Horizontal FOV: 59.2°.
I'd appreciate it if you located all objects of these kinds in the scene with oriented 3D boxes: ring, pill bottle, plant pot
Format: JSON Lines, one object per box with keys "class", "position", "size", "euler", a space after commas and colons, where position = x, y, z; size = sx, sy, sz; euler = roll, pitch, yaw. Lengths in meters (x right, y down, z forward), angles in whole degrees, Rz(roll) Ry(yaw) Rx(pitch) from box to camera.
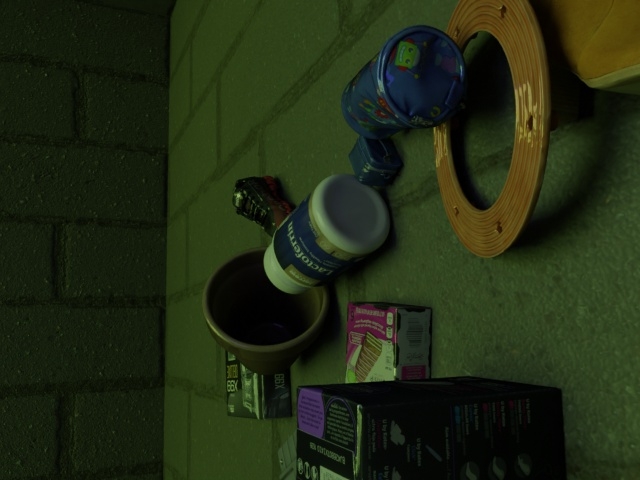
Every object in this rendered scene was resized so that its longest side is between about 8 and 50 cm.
{"class": "ring", "position": [0.206, -0.147, 0.704], "size": [0.336, 0.032, 0.336], "euler": [175, 90, -84]}
{"class": "pill bottle", "position": [0.000, 0.000, 1.062], "size": [0.265, 0.153, 0.153], "euler": [-42, 50, 52]}
{"class": "plant pot", "position": [-0.117, 0.183, 1.238], "size": [0.229, 0.263, 0.263], "euler": [96, 161, -49]}

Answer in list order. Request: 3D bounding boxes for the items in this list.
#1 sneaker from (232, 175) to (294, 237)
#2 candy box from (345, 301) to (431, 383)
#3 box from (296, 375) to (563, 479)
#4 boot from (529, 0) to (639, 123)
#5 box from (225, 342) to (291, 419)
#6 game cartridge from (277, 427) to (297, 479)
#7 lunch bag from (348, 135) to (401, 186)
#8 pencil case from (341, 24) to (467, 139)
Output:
{"class": "sneaker", "position": [-0.150, -0.081, 1.427], "size": [0.276, 0.135, 0.097], "euler": [58, 135, 49]}
{"class": "candy box", "position": [0.106, 0.221, 0.926], "size": [0.159, 0.071, 0.233], "euler": [-6, 82, 64]}
{"class": "box", "position": [0.123, 0.241, 0.654], "size": [0.165, 0.270, 0.143], "euler": [165, 106, -64]}
{"class": "boot", "position": [0.295, -0.240, 0.543], "size": [0.295, 0.104, 0.211], "euler": [-179, 92, -69]}
{"class": "box", "position": [-0.174, 0.343, 1.494], "size": [0.307, 0.077, 0.242], "euler": [152, 117, -61]}
{"class": "game cartridge", "position": [-0.003, 0.554, 1.137], "size": [0.230, 0.068, 0.355], "euler": [115, 147, -46]}
{"class": "lunch bag", "position": [0.097, -0.144, 0.989], "size": [0.065, 0.067, 0.098], "euler": [118, 146, -41]}
{"class": "pencil case", "position": [0.114, -0.214, 0.821], "size": [0.119, 0.133, 0.306], "euler": [-58, 9, 2]}
